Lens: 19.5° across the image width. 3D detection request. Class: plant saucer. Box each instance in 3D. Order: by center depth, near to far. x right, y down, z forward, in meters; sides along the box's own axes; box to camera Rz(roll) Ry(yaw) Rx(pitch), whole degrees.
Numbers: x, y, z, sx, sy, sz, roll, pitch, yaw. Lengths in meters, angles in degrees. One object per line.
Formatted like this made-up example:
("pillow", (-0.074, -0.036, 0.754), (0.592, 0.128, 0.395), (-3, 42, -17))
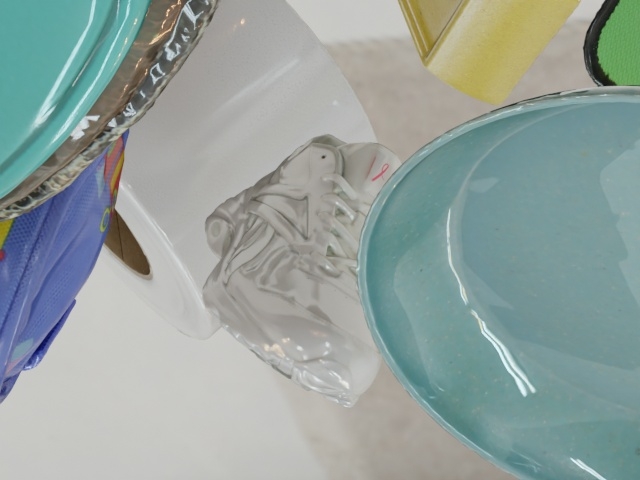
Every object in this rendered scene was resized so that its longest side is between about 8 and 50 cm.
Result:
("plant saucer", (0.066, 0.011, 0.348), (0.119, 0.021, 0.119), (13, 139, 11))
("plant saucer", (0.120, -0.318, 1.821), (0.081, 0.333, 0.333), (-19, 169, -13))

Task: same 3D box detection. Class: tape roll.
("tape roll", (-0.097, -0.074, 1.315), (0.246, 0.169, 0.246), (45, 163, 17))

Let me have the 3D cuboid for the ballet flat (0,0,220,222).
("ballet flat", (-0.055, -0.152, 0.406), (0.164, 0.182, 0.483), (36, 150, 1))

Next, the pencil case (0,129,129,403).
("pencil case", (-0.226, -0.043, 0.714), (0.306, 0.119, 0.133), (23, 143, 5))

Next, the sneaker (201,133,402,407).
("sneaker", (0.000, 0.000, 0.991), (0.090, 0.232, 0.115), (35, 103, -23))

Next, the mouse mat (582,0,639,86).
("mouse mat", (0.175, -0.087, 0.544), (0.152, 0.190, 0.007), (36, 178, -25))
